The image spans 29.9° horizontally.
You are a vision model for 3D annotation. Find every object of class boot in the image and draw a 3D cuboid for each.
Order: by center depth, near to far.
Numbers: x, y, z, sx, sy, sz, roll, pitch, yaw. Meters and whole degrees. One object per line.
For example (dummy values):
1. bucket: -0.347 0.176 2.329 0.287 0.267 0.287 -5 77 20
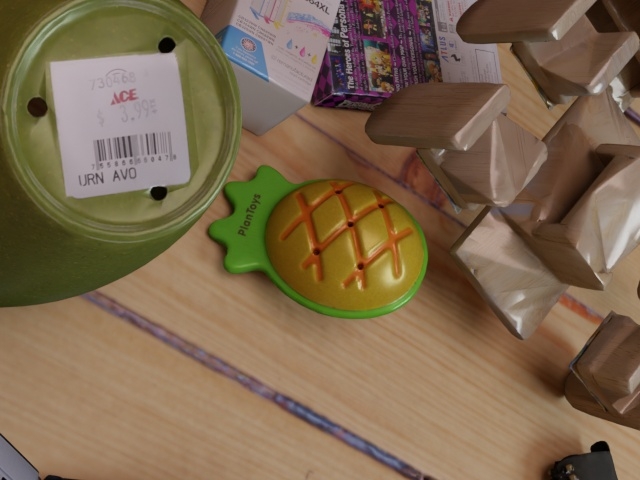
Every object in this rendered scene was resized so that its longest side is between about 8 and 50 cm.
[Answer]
1. boot: 0.216 0.264 1.090 0.198 0.077 0.137 0 70 -46

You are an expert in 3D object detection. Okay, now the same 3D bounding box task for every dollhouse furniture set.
1. dollhouse furniture set: 0.254 -0.094 1.140 0.394 0.256 0.362 -48 116 -17

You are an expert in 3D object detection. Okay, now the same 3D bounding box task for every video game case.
1. video game case: 0.077 -0.233 1.168 0.210 0.042 0.232 2 74 -32

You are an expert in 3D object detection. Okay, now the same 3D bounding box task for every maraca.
1. maraca: 0.000 0.000 1.017 0.186 0.099 0.127 18 61 1

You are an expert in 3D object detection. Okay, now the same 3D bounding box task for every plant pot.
1. plant pot: -0.170 -0.075 0.762 0.275 0.293 0.274 -3 96 -29

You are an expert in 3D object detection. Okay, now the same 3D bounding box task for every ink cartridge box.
1. ink cartridge box: -0.050 -0.183 1.042 0.092 0.090 0.143 27 63 -23

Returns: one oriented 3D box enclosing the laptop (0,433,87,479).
1. laptop: -0.117 0.253 0.688 0.408 0.236 0.382 62 17 -45
